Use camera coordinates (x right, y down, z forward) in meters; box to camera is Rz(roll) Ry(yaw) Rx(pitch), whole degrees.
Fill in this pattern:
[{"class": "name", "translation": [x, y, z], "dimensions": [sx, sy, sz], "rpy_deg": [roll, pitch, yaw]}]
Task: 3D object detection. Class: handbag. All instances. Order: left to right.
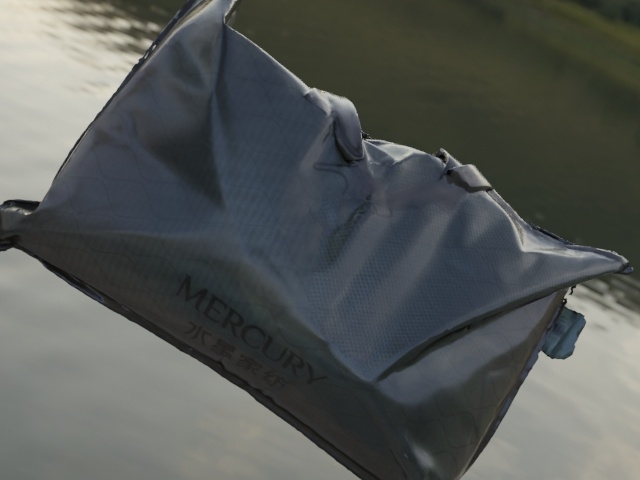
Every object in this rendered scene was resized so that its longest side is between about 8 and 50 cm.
[{"class": "handbag", "translation": [0.000, 0.000, 0.631], "dimensions": [0.270, 0.182, 0.117], "rpy_deg": [33, -6, -1]}]
